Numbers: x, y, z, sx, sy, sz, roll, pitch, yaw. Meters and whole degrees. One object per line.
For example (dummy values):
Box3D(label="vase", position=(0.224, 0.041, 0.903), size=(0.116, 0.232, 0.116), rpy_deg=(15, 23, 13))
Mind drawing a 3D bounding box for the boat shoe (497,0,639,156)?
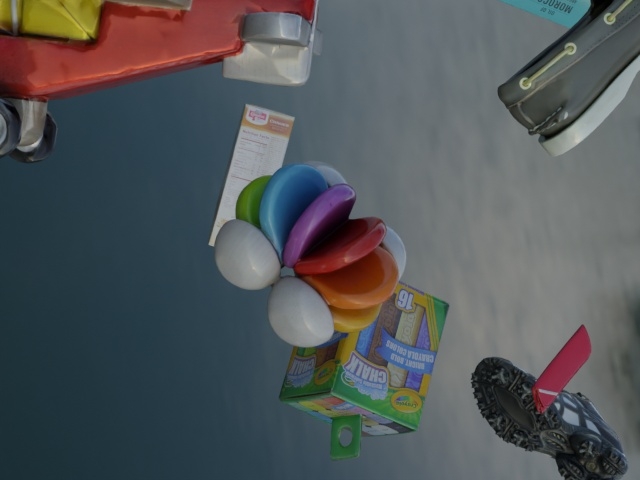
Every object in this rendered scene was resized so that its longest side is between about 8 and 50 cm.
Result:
Box3D(label="boat shoe", position=(0.297, -0.221, 1.650), size=(0.091, 0.305, 0.109), rpy_deg=(43, -6, -9))

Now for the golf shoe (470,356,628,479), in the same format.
Box3D(label="golf shoe", position=(0.245, 0.190, 1.832), size=(0.198, 0.077, 0.094), rpy_deg=(42, 25, -2))

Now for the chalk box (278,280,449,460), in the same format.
Box3D(label="chalk box", position=(0.045, 0.156, 2.037), size=(0.132, 0.132, 0.213), rpy_deg=(26, 68, -25))

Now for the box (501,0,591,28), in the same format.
Box3D(label="box", position=(0.327, -0.352, 2.349), size=(0.100, 0.244, 0.060), rpy_deg=(-88, -159, -51))

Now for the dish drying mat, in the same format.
Box3D(label="dish drying mat", position=(0.203, 0.107, 1.421), size=(0.083, 0.008, 0.032), rpy_deg=(-44, 127, -35))

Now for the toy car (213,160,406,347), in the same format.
Box3D(label="toy car", position=(0.000, 0.000, 1.632), size=(0.182, 0.136, 0.159), rpy_deg=(47, 59, 6))

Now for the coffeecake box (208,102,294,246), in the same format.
Box3D(label="coffeecake box", position=(-0.091, -0.081, 2.208), size=(0.142, 0.068, 0.185), rpy_deg=(-122, -132, -84))

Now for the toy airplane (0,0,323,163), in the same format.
Box3D(label="toy airplane", position=(-0.181, -0.246, 1.645), size=(0.384, 0.386, 0.272), rpy_deg=(-13, 88, -37))

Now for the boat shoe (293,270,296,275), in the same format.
Box3D(label="boat shoe", position=(0.004, 0.040, 2.174), size=(0.223, 0.073, 0.080), rpy_deg=(74, 2, -53))
